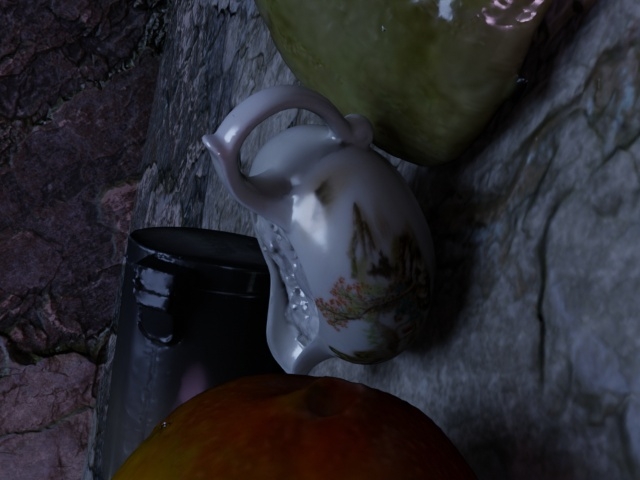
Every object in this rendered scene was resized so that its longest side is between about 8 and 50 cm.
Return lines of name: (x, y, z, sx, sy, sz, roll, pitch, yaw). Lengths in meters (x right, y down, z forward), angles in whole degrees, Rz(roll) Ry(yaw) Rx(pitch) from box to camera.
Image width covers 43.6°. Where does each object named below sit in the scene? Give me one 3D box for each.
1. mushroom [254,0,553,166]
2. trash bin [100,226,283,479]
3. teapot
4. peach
mushroom: (0.053, -0.191, 0.591, 0.292, 0.212, 0.217, -51, 30, 42)
trash bin: (-0.146, 0.150, 0.947, 0.252, 0.203, 0.301, -18, -60, -69)
teapot: (0.000, 0.000, 0.647, 0.204, 0.140, 0.298, 51, 159, 49)
peach: (-0.020, 0.257, 0.471, 0.373, 0.290, 0.372, -4, -90, -77)
